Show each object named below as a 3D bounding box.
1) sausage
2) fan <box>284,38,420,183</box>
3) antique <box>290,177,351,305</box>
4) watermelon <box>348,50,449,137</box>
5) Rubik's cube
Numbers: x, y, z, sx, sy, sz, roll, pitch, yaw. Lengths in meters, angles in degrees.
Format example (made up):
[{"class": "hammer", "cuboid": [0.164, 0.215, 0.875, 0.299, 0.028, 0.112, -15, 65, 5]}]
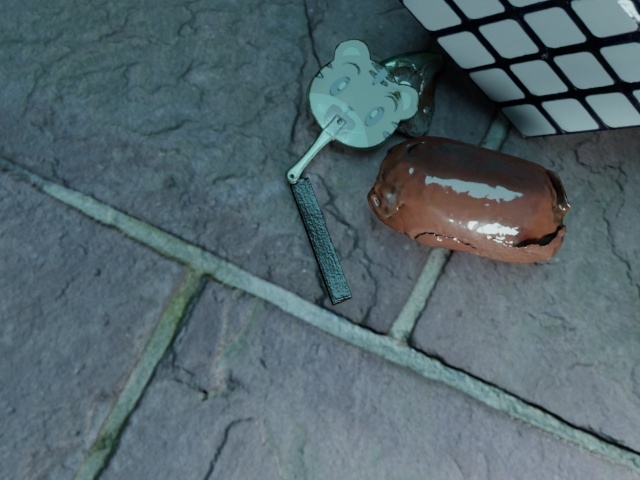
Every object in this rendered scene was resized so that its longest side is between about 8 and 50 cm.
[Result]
[{"class": "sausage", "cuboid": [0.207, -0.056, 1.684, 0.279, 0.152, 0.152, 13, 68, -1]}, {"class": "fan", "cuboid": [0.026, -0.172, 1.745, 0.152, 0.008, 0.227, 41, 84, 4]}, {"class": "antique", "cuboid": [0.000, 0.000, 1.717, 0.031, 0.015, 0.192, -16, 71, -10]}, {"class": "watermelon", "cuboid": [0.128, -0.217, 1.787, 0.187, 0.071, 0.139, -26, 77, -14]}, {"class": "Rubik's cube", "cuboid": [0.371, -0.378, 1.660, 0.337, 0.343, 0.344, 44, 63, -28]}]
